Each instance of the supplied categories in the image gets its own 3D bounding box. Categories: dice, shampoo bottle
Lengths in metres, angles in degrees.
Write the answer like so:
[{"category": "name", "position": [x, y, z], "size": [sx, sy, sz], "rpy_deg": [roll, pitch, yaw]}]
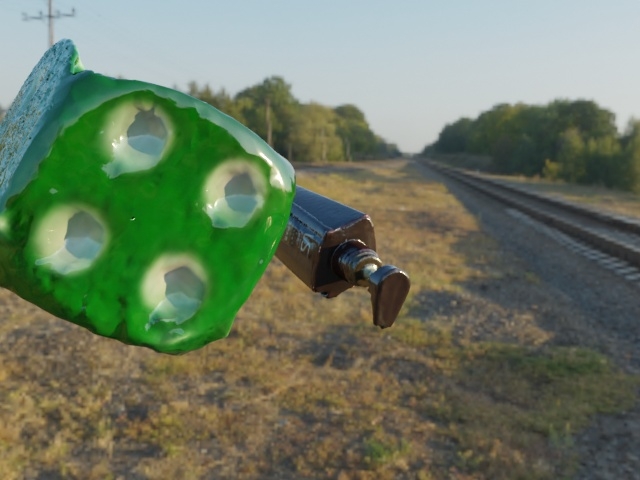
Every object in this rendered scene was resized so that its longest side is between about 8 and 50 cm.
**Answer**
[{"category": "dice", "position": [-0.100, -0.019, 0.429], "size": [0.128, 0.120, 0.131], "rpy_deg": [29, -4, -29]}, {"category": "shampoo bottle", "position": [-0.002, 0.002, 0.751], "size": [0.067, 0.068, 0.236], "rpy_deg": [-17, 25, -25]}]
